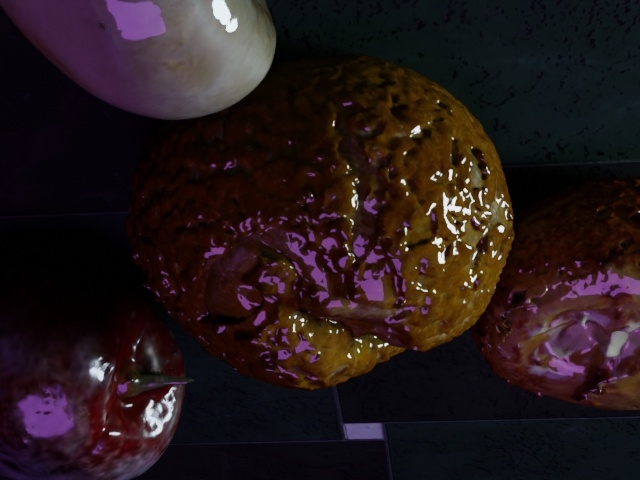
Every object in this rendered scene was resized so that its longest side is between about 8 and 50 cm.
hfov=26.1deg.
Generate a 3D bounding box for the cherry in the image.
[{"bbox_3d":[-0.255,0.125,1.265,0.300,0.203,0.230,-9,154,31],"label":"cherry"}]

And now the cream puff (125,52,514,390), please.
[{"bbox_3d":[0.000,0.000,1.049,0.303,0.212,0.303,0,143,0],"label":"cream puff"}]

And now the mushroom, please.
[{"bbox_3d":[-0.085,-0.184,0.802,0.215,0.207,0.207,-38,139,4],"label":"mushroom"}]

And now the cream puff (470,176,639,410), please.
[{"bbox_3d":[0.243,0.041,1.154,0.240,0.164,0.240,8,137,8],"label":"cream puff"}]
